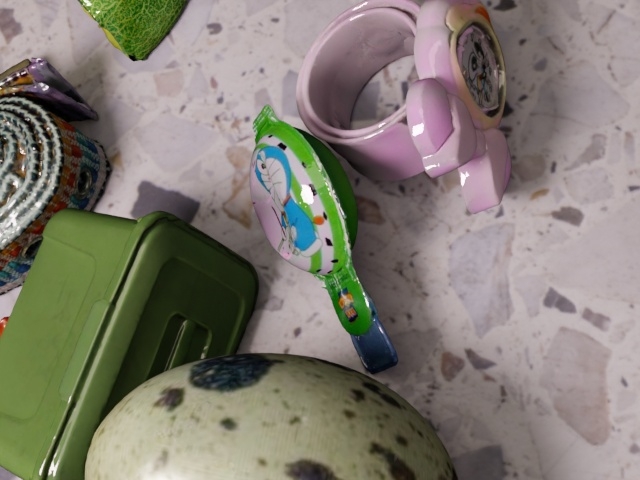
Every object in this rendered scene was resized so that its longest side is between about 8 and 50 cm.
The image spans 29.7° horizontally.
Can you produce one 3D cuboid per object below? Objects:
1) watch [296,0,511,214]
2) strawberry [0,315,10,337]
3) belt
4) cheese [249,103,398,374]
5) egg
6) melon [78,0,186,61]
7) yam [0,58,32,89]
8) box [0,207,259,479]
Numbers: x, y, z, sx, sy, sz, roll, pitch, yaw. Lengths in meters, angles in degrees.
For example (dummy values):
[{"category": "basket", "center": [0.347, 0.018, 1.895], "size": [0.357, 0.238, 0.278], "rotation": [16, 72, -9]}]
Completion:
[{"category": "watch", "center": [0.094, -0.148, 1.365], "size": [0.218, 0.211, 0.248], "rotation": [-9, 63, 32]}, {"category": "strawberry", "center": [-0.374, 0.180, 1.452], "size": [0.121, 0.082, 0.188], "rotation": [24, 72, 1]}, {"category": "belt", "center": [-0.404, -0.064, 1.478], "size": [0.295, 0.160, 0.206], "rotation": [-33, 68, 6]}, {"category": "cheese", "center": [0.000, 0.000, 1.343], "size": [0.083, 0.204, 0.320], "rotation": [-22, 83, -21]}, {"category": "egg", "center": [-0.042, 0.252, 1.195], "size": [0.379, 0.287, 0.287], "rotation": [25, 81, -16]}, {"category": "melon", "center": [-0.270, -0.385, 1.553], "size": [0.169, 0.129, 0.265], "rotation": [-40, 67, -1]}, {"category": "yam", "center": [-0.422, -0.187, 1.578], "size": [0.132, 0.054, 0.054], "rotation": [-28, 69, 8]}, {"category": "box", "center": [-0.233, 0.134, 1.333], "size": [0.178, 0.253, 0.328], "rotation": [14, 78, 29]}]
